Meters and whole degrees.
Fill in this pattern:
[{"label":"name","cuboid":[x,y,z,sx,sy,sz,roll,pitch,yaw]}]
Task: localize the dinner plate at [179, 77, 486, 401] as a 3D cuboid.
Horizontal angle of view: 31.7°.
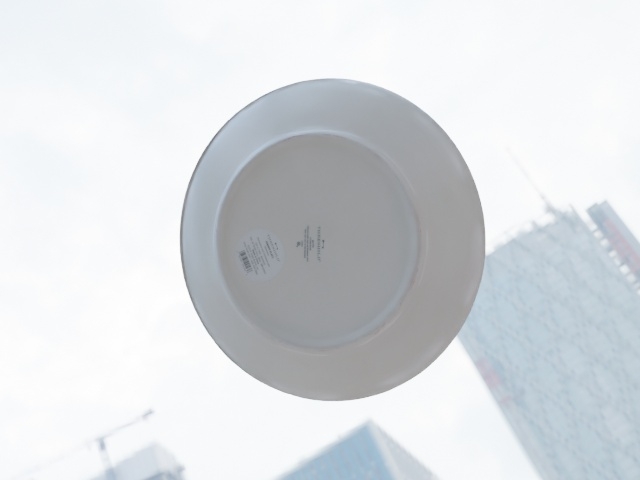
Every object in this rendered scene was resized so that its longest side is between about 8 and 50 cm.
[{"label":"dinner plate","cuboid":[0.000,0.000,0.486,0.141,0.141,0.017,-42,-13,17]}]
